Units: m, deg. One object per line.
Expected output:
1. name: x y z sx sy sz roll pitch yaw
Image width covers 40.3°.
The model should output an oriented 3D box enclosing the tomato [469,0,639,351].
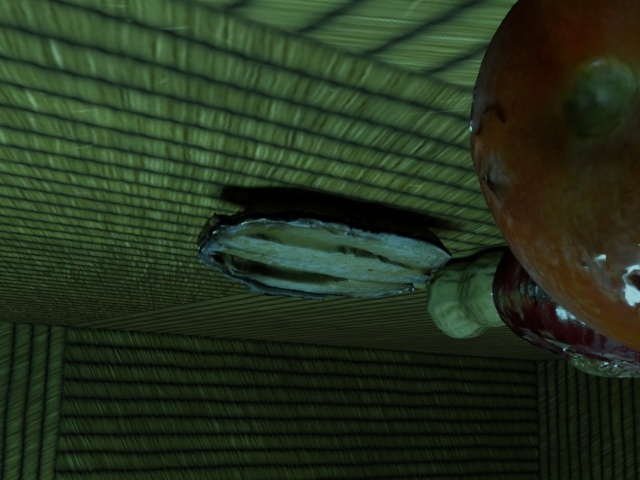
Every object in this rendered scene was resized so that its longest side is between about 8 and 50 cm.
1. tomato: 0.177 -0.050 0.386 0.185 0.208 0.208 4 169 -36

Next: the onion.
1. onion: 0.309 0.051 0.933 0.247 0.190 0.246 20 167 5

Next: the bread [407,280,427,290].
1. bread: 0.049 0.036 1.221 0.214 0.053 0.073 8 163 -20

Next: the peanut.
1. peanut: 0.227 0.078 1.266 0.124 0.123 0.256 3 166 -11

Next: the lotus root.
1. lotus root: -0.001 0.000 1.004 0.329 0.078 0.167 13 140 -41
